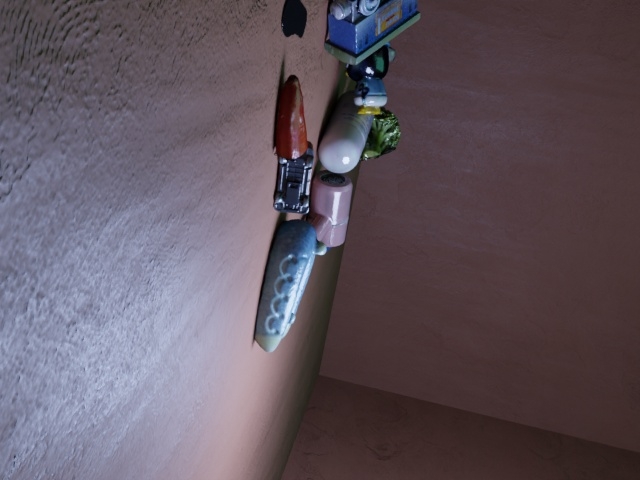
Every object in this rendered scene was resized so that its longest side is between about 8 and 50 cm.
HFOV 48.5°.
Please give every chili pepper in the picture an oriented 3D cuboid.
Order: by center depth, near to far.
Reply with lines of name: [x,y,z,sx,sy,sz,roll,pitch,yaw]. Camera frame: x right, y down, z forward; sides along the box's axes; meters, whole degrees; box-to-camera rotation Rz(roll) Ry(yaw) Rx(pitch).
chili pepper: [-0.056,-0.252,1.414,0.088,0.065,0.169,-72,168,-49]

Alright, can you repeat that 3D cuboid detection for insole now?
insole: [-0.048,-0.429,1.370,0.232,0.003,0.080,-56,158,-75]

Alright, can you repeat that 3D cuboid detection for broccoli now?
broccoli: [0.150,-0.370,2.407,0.273,0.242,0.180,-80,160,-80]

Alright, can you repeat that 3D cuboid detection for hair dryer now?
hair dryer: [-0.008,-0.043,2.064,0.352,0.125,0.210,-58,160,-56]

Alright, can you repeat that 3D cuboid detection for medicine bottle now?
medicine bottle: [0.080,-0.327,2.162,0.341,0.130,0.130,-72,172,-50]

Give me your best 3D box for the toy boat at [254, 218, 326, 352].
toy boat: [-0.067,0.111,1.754,0.215,0.123,0.330,-27,130,-80]

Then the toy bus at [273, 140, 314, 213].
toy bus: [-0.056,-0.147,1.563,0.077,0.079,0.174,-84,-179,-57]

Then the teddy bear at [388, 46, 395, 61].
teddy bear: [0.188,-0.677,2.421,0.171,0.144,0.251,-92,-169,-50]

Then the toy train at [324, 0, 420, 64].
toy train: [0.136,-0.585,1.764,0.300,0.131,0.202,-40,147,-27]

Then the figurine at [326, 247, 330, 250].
figurine: [0.000,0.000,2.381,0.086,0.087,0.149,-40,180,11]

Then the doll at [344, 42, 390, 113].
doll: [0.134,-0.531,2.100,0.177,0.141,0.314,-16,104,-67]
